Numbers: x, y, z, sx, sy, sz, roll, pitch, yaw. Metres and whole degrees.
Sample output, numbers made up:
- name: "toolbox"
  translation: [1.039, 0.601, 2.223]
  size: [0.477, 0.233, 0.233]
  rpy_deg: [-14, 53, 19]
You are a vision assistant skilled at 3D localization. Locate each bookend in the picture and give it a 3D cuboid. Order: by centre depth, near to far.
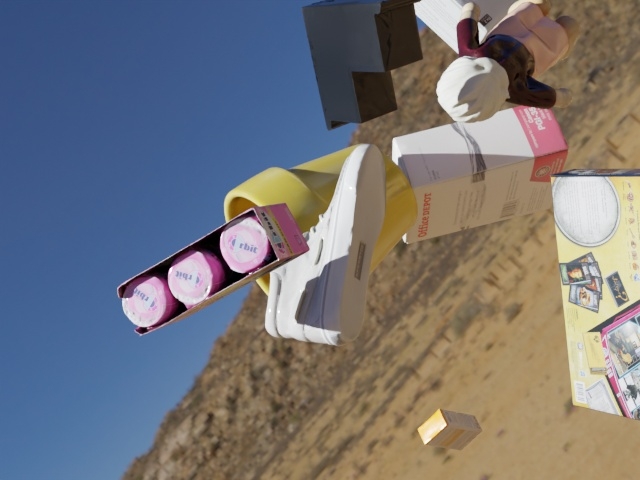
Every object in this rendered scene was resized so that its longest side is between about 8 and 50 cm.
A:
- name: "bookend"
  translation: [0.063, -0.210, 1.099]
  size: [0.072, 0.156, 0.157]
  rpy_deg: [-24, 22, -29]

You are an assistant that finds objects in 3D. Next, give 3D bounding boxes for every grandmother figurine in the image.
- name: "grandmother figurine"
  translation: [0.272, -0.256, 1.338]
  size: [0.342, 0.207, 0.104]
  rpy_deg: [-39, -22, -46]

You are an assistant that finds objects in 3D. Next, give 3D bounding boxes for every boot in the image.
- name: "boot"
  translation: [0.000, 0.000, 1.143]
  size: [0.095, 0.123, 0.258]
  rpy_deg: [44, -127, -53]

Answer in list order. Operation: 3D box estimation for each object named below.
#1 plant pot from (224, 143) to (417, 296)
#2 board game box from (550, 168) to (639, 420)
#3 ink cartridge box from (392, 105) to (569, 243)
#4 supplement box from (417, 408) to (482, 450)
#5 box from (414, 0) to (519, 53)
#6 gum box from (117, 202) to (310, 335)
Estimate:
- name: "plant pot"
  translation: [0.015, -0.028, 1.473]
  size: [0.239, 0.254, 0.254]
  rpy_deg: [-34, -12, -22]
- name: "board game box"
  translation: [0.309, 0.054, 0.890]
  size: [0.042, 0.243, 0.165]
  rpy_deg: [-16, 13, -35]
- name: "ink cartridge box"
  translation: [0.271, -0.117, 1.641]
  size: [0.282, 0.117, 0.207]
  rpy_deg: [-14, -27, -4]
- name: "supplement box"
  translation: [0.230, 0.336, 1.645]
  size: [0.098, 0.036, 0.062]
  rpy_deg: [19, -56, -38]
- name: "box"
  translation: [0.309, -0.499, 1.889]
  size: [0.181, 0.182, 0.119]
  rpy_deg: [-43, -5, -23]
- name: "gum box"
  translation: [-0.117, 0.031, 0.997]
  size: [0.188, 0.062, 0.107]
  rpy_deg: [-29, -3, 17]
